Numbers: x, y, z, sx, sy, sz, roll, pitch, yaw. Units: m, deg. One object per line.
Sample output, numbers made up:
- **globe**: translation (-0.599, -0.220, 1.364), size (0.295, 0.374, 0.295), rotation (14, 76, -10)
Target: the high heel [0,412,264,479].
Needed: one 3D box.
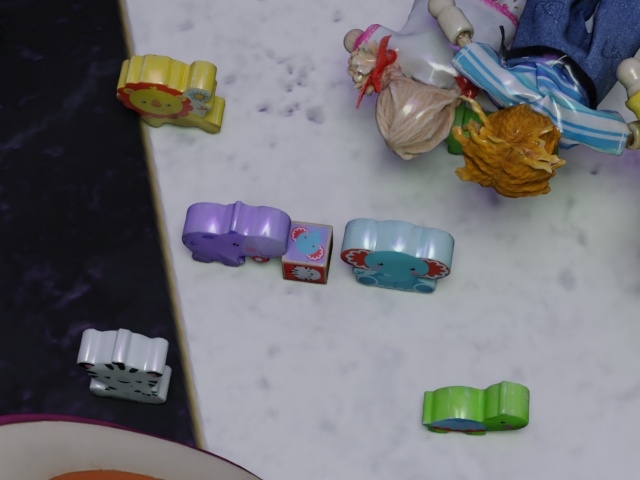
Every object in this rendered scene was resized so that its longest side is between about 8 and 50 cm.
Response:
- **high heel**: translation (-0.198, 0.136, 0.752), size (0.377, 0.181, 0.127), rotation (5, 83, -27)

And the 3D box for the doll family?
- **doll family**: translation (0.138, -0.067, 0.805), size (0.263, 0.118, 0.163), rotation (27, 58, 6)

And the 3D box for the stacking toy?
- **stacking toy**: translation (0.000, 0.000, 0.840), size (0.221, 0.052, 0.167), rotation (6, 65, 4)
